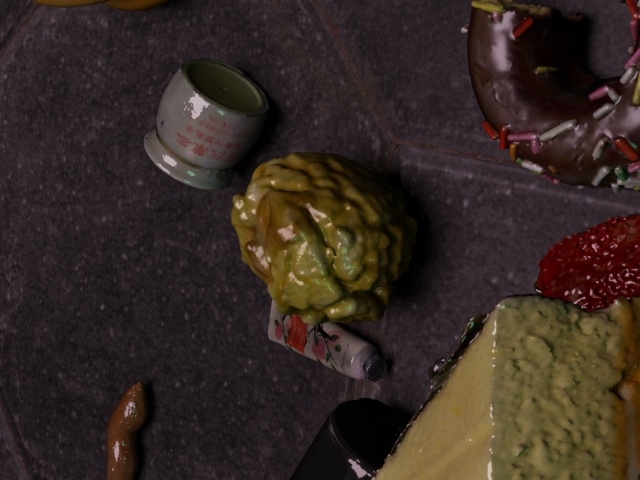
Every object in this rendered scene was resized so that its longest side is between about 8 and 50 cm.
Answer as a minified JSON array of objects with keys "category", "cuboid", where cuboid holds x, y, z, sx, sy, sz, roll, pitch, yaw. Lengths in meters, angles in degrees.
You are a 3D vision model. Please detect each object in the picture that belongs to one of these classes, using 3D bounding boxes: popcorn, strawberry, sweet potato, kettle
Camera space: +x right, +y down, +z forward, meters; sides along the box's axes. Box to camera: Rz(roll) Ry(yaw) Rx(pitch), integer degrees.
[{"category":"popcorn","cuboid":[0.001,0.004,1.737,0.249,0.249,0.225,43,133,32]},{"category":"strawberry","cuboid":[0.325,0.037,1.527,0.167,0.087,0.208,53,123,29]},{"category":"sweet potato","cuboid":[-0.313,0.322,2.148,0.065,0.051,0.218,23,107,37]},{"category":"kettle","cuboid":[0.021,0.384,1.715,0.203,0.262,0.308,29,112,5]}]

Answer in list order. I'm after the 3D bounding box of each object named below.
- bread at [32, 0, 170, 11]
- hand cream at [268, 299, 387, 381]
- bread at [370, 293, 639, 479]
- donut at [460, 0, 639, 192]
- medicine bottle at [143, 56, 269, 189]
[{"category":"bread","cuboid":[-0.288,-0.528,1.955,0.424,0.245,0.329,-47,62,38]},{"category":"hand cream","cuboid":[0.001,0.135,1.862,0.234,0.050,0.080,24,111,46]},{"category":"bread","cuboid":[0.221,0.226,1.480,0.405,0.346,0.242,-34,56,51]},{"category":"donut","cuboid":[0.309,-0.183,1.504,0.345,0.136,0.259,-9,83,44]},{"category":"medicine bottle","cuboid":[-0.162,-0.163,1.923,0.147,0.147,0.143,49,124,29]}]
